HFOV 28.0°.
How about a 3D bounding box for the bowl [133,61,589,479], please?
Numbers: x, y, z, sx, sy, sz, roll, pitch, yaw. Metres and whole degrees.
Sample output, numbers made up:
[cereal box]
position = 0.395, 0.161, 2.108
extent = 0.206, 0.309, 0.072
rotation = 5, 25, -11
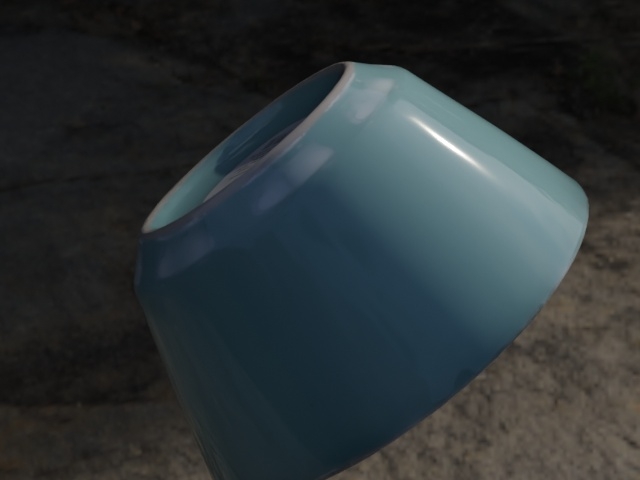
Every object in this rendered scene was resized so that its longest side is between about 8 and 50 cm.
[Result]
[bowl]
position = 0.000, 0.000, 0.837
extent = 0.311, 0.163, 0.311
rotation = -37, 13, 10
